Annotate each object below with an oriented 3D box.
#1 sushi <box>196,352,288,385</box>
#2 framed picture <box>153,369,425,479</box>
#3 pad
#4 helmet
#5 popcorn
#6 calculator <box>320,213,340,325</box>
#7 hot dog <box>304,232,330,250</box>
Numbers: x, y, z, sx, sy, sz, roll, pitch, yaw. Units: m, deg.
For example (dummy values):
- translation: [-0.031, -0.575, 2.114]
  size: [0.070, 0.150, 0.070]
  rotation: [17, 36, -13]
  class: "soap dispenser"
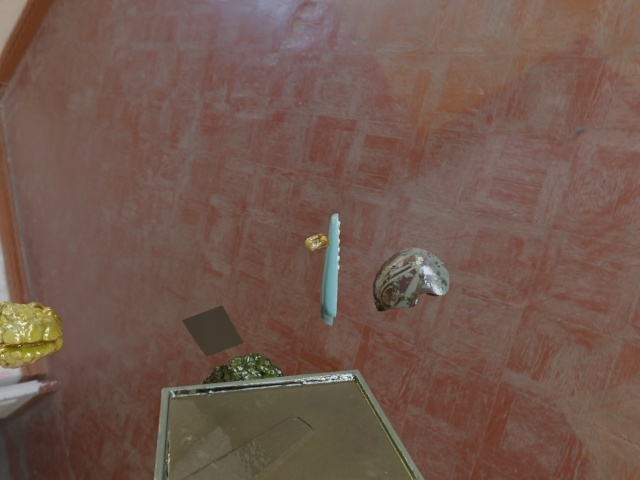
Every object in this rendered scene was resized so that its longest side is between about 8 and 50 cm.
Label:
- translation: [-0.237, 0.517, 1.225]
  size: [0.352, 0.178, 0.294]
  rotation: [-43, 69, 27]
  class: "sushi"
- translation: [-0.052, 0.259, 0.549]
  size: [0.232, 0.315, 0.024]
  rotation: [-131, 45, -65]
  class: "framed picture"
- translation: [-0.416, 0.358, 1.619]
  size: [0.164, 0.243, 0.004]
  rotation: [-19, 39, -4]
  class: "pad"
- translation: [0.189, 0.076, 0.920]
  size: [0.177, 0.153, 0.107]
  rotation: [-22, 100, 7]
  class: "helmet"
- translation: [-1.003, 0.308, 1.352]
  size: [0.265, 0.332, 0.225]
  rotation: [12, 75, 16]
  class: "popcorn"
- translation: [0.037, 0.090, 1.458]
  size: [0.054, 0.256, 0.386]
  rotation: [6, 70, 0]
  class: "calculator"
- translation: [0.000, 0.000, 0.955]
  size: [0.034, 0.090, 0.030]
  rotation: [-39, 78, 29]
  class: "hot dog"
